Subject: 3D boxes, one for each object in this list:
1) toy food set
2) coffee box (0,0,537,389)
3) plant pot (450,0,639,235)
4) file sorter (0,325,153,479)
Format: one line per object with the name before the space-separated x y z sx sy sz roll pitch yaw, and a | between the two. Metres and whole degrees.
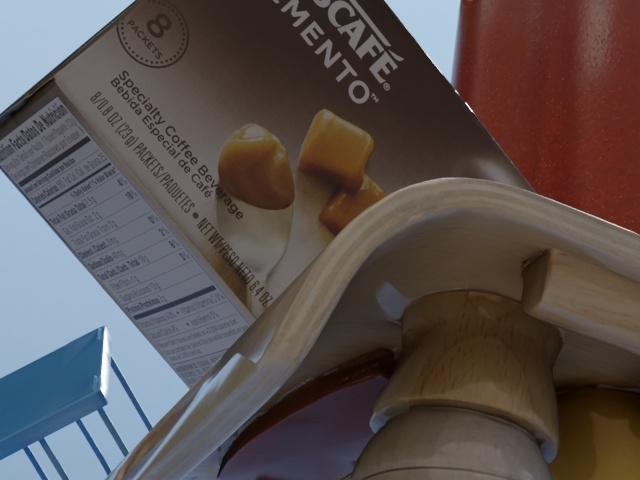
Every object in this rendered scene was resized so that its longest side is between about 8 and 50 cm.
toy food set | 0.089 0.106 0.442 0.220 0.306 0.092 133 -25 -57
coffee box | 0.000 0.000 0.656 0.141 0.246 0.098 -45 -168 -29
plant pot | 0.192 -0.040 1.102 0.272 0.272 0.265 1 -89 30
file sorter | -0.187 0.151 0.992 0.170 0.104 0.118 -28 -163 2
